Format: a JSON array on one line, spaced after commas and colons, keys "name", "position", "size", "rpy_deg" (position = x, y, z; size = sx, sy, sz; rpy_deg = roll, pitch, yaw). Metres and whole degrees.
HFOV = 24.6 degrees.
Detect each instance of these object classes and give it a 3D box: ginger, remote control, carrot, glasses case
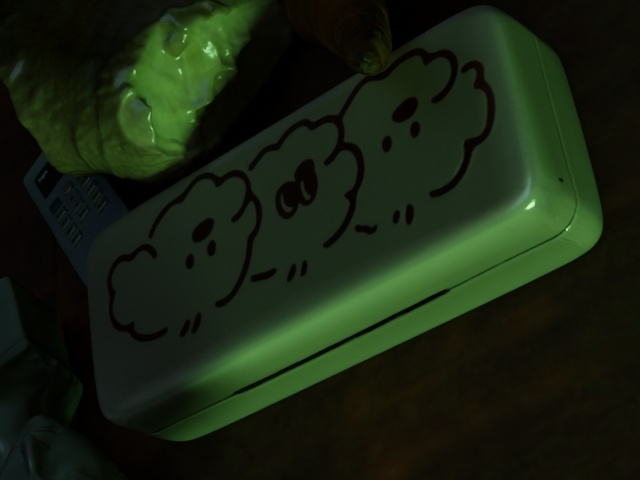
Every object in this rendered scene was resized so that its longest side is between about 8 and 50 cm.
[{"name": "ginger", "position": [-0.127, -0.144, 1.018], "size": [0.221, 0.130, 0.276], "rpy_deg": [-33, 51, 14]}, {"name": "remote control", "position": [-0.168, -0.021, 1.067], "size": [0.065, 0.029, 0.166], "rpy_deg": [-53, 43, 11]}, {"name": "carrot", "position": [0.018, -0.132, 0.858], "size": [0.061, 0.061, 0.257], "rpy_deg": [-57, 14, 8]}, {"name": "glasses case", "position": [0.000, 0.000, 0.877], "size": [0.336, 0.076, 0.144], "rpy_deg": [-29, 56, 30]}]

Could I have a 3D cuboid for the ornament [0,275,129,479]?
[{"name": "ornament", "position": [-0.188, 0.149, 0.961], "size": [0.120, 0.130, 0.285], "rpy_deg": [-39, 41, 2]}]
